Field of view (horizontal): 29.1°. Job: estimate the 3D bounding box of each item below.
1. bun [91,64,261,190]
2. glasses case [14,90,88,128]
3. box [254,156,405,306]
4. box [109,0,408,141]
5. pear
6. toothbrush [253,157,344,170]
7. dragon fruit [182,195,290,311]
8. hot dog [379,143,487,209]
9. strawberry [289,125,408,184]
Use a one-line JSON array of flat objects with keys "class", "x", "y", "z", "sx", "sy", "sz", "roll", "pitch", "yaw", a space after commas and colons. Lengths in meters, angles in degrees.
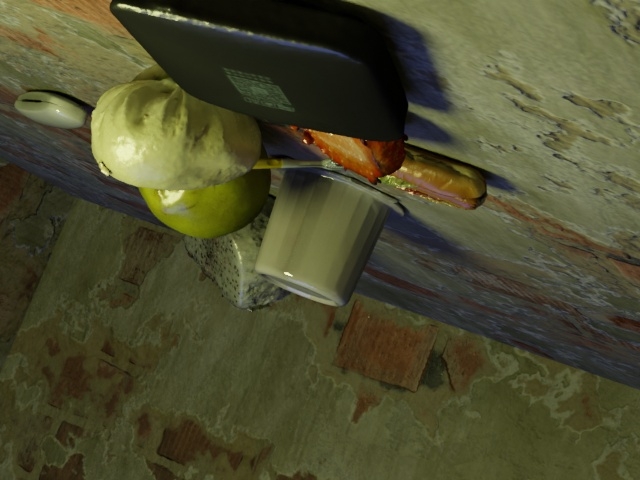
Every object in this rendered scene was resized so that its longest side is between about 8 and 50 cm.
[{"class": "bun", "x": -0.200, "y": -0.165, "z": 1.717, "sx": 0.259, "sy": 0.160, "sz": 0.259, "roll": 7, "pitch": -161, "yaw": -2}, {"class": "glasses case", "x": -0.542, "y": -0.262, "z": 2.478, "sx": 0.092, "sy": 0.059, "sz": 0.233, "roll": 24, "pitch": 172, "yaw": -32}, {"class": "box", "x": 0.000, "y": 0.000, "z": 2.222, "sx": 0.262, "sy": 0.206, "sz": 0.291, "roll": 20, "pitch": 170, "yaw": 20}, {"class": "box", "x": -0.057, "y": -0.197, "z": 1.353, "sx": 0.290, "sy": 0.073, "sz": 0.289, "roll": 14, "pitch": 171, "yaw": 15}, {"class": "pear", "x": -0.183, "y": -0.106, "z": 1.978, "sx": 0.212, "sy": 0.212, "sz": 0.269, "roll": 19, "pitch": -168, "yaw": 24}, {"class": "toothbrush", "x": -0.080, "y": -0.118, "z": 1.885, "sx": 0.288, "sy": 0.021, "sz": 0.024, "roll": -2, "pitch": 172, "yaw": -26}, {"class": "dragon fruit", "x": -0.146, "y": -0.011, "z": 2.659, "sx": 0.221, "sy": 0.204, "sz": 0.283, "roll": -8, "pitch": -141, "yaw": -31}, {"class": "hot dog", "x": 0.119, "y": -0.097, "z": 1.711, "sx": 0.236, "sy": 0.062, "sz": 0.092, "roll": 20, "pitch": 176, "yaw": 20}, {"class": "strawberry", "x": 0.039, "y": -0.145, "z": 1.581, "sx": 0.188, "sy": 0.082, "sz": 0.121, "roll": 28, "pitch": 161, "yaw": 53}]
